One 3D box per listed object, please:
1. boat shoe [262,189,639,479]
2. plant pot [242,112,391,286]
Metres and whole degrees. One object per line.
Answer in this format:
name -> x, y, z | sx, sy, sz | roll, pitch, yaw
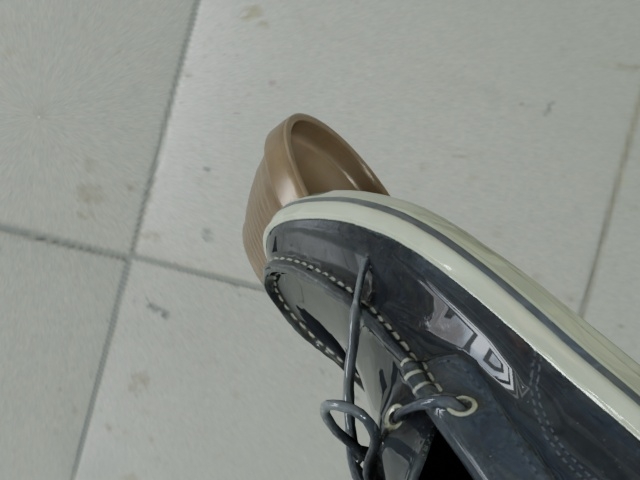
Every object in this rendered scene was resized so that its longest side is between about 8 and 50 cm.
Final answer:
boat shoe -> 0.087, 0.121, 0.688 | 0.156, 0.500, 0.187 | -38, 133, -11
plant pot -> 0.000, 0.000, 1.222 | 0.110, 0.237, 0.237 | -33, 103, 21
